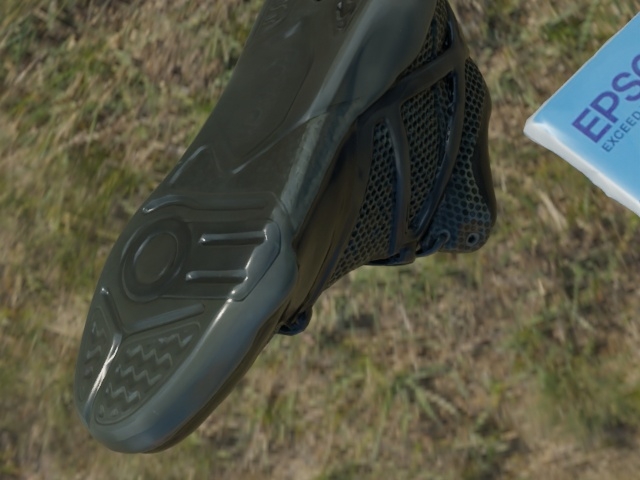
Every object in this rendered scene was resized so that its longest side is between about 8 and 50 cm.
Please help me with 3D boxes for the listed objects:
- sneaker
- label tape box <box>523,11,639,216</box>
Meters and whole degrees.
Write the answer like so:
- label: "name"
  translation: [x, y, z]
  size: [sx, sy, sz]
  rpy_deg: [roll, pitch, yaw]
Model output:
- label: "sneaker"
  translation: [0.000, 0.000, 0.623]
  size: [0.087, 0.227, 0.130]
  rpy_deg: [5, 148, 43]
- label: "label tape box"
  translation: [0.271, 0.014, 0.558]
  size: [0.347, 0.115, 0.249]
  rpy_deg: [42, 72, 14]
